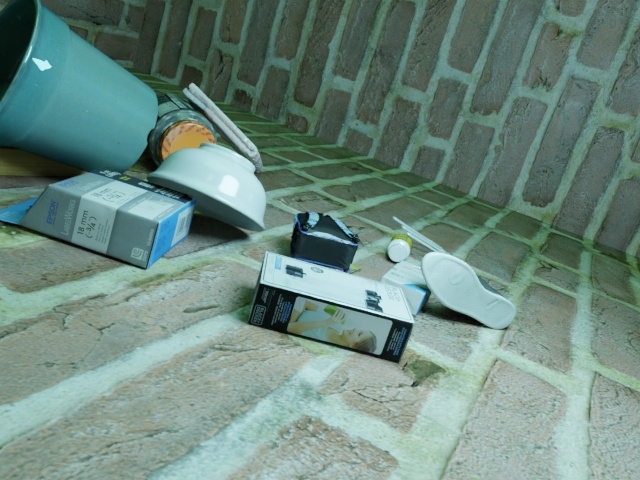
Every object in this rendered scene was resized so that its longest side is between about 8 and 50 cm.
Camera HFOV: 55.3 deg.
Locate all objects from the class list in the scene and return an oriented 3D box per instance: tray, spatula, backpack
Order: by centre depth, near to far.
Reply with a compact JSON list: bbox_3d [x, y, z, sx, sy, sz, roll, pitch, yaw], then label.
[{"bbox_3d":[-0.789,-0.223,1.466,0.203,0.076,0.411,28,19,30],"label":"tray"},{"bbox_3d":[0.000,0.000,1.473,0.158,0.116,0.173,13,18,-13],"label":"backpack"},{"bbox_3d":[0.332,0.008,1.847,0.242,0.019,0.168,31,14,-23],"label":"spatula"}]

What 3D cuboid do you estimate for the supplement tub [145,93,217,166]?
[{"bbox_3d":[-0.447,-0.324,1.897,0.207,0.207,0.338,8,20,-30],"label":"supplement tub"}]

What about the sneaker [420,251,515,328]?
[{"bbox_3d":[0.315,0.102,1.433,0.296,0.104,0.147,33,4,-27],"label":"sneaker"}]

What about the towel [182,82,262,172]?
[{"bbox_3d":[-0.319,-0.368,2.068,0.317,0.053,0.332,45,-2,0],"label":"towel"}]

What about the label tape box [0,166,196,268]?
[{"bbox_3d":[-0.458,-0.072,1.261,0.334,0.105,0.240,18,16,1],"label":"label tape box"}]

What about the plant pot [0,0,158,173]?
[{"bbox_3d":[-0.580,-0.319,1.392,0.334,0.341,0.341,26,6,-45],"label":"plant pot"}]

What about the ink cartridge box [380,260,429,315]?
[{"bbox_3d":[0.207,0.108,1.437,0.104,0.060,0.180,22,18,17],"label":"ink cartridge box"}]

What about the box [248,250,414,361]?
[{"bbox_3d":[0.019,0.121,1.159,0.290,0.087,0.169,16,17,-6],"label":"box"}]

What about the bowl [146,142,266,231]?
[{"bbox_3d":[-0.244,-0.140,1.443,0.298,0.134,0.298,23,-9,4],"label":"bowl"}]

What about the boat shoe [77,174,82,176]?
[{"bbox_3d":[-0.460,-0.112,1.431,0.224,0.080,0.073,15,21,7],"label":"boat shoe"}]

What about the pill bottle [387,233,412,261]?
[{"bbox_3d":[0.222,0.023,1.716,0.065,0.065,0.116,20,17,7],"label":"pill bottle"}]

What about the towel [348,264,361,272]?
[{"bbox_3d":[0.058,0.060,1.528,0.083,0.009,0.060,27,20,28],"label":"towel"}]
